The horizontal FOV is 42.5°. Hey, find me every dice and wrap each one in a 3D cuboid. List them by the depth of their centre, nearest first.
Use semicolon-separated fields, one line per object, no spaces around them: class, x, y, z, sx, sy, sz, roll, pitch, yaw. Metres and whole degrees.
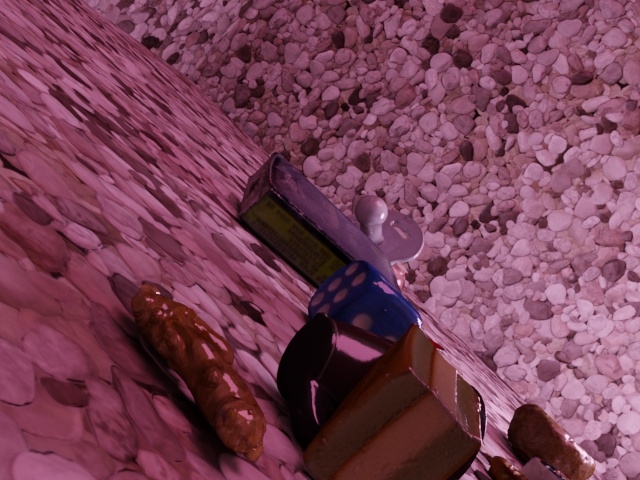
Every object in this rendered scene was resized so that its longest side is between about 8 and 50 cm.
dice;0.074;0.129;1.387;0.146;0.143;0.146;44;4;-20

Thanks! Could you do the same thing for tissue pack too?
tissue pack;0.448;0.487;1.530;0.170;0.090;0.103;41;3;-27
tissue pack;0.000;0.000;1.836;0.394;0.124;0.288;42;13;-15

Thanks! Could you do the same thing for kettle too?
kettle;0.057;0.198;0.937;0.232;0.144;0.202;32;39;-23

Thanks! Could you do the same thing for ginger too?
ginger;-0.110;0.112;0.737;0.176;0.052;0.193;43;-2;-2

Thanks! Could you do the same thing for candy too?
candy;0.345;0.431;1.473;0.053;0.046;0.182;40;4;-44

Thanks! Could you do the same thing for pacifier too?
pacifier;0.125;-0.030;2.107;0.238;0.287;0.226;56;-24;38

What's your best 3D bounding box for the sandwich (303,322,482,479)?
sandwich;0.079;0.187;0.859;0.117;0.144;0.187;49;11;0

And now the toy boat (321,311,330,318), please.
toy boat;0.093;0.225;1.235;0.293;0.055;0.093;43;7;-6

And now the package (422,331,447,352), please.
package;0.188;0.198;2.061;0.269;0.071;0.194;47;-4;-41

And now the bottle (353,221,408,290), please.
bottle;0.142;0.070;2.253;0.236;0.147;0.147;50;9;37

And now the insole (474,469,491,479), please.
insole;0.351;0.486;1.312;0.111;0.007;0.328;38;7;-47

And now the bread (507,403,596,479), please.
bread;0.541;0.496;1.955;0.230;0.123;0.230;42;0;0
